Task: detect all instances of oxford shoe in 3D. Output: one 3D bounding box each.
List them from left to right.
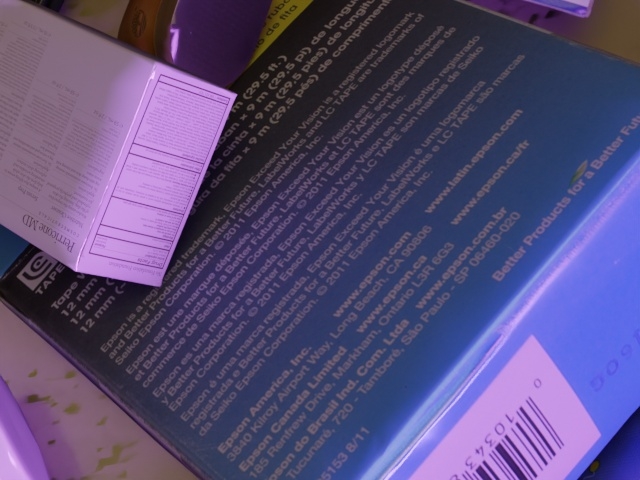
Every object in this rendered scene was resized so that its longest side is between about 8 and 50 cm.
[{"bbox_3d":[-0.046,-0.178,0.779,0.076,0.076,0.212,13,70,46],"label":"oxford shoe"}]

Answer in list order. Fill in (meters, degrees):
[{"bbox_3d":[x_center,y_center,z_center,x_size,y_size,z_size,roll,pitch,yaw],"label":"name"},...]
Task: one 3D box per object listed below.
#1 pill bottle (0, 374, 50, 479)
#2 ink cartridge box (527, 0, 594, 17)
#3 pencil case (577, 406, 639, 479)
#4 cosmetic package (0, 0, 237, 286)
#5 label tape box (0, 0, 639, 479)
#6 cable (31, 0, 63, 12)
[{"bbox_3d":[-0.244,0.137,0.728,0.215,0.117,0.117,-26,75,-4],"label":"pill bottle"},{"bbox_3d":[0.041,-0.310,0.863,0.324,0.071,0.330,18,82,7],"label":"ink cartridge box"},{"bbox_3d":[0.223,0.076,0.664,0.133,0.119,0.306,42,110,-6],"label":"pencil case"},{"bbox_3d":[-0.152,-0.068,0.736,0.239,0.060,0.099,28,97,38],"label":"cosmetic package"},{"bbox_3d":[0.000,0.000,0.738,0.249,0.115,0.348,-48,40,-10],"label":"label tape box"},{"bbox_3d":[-0.199,-0.198,0.854,0.151,0.047,0.184,15,75,6],"label":"cable"}]
